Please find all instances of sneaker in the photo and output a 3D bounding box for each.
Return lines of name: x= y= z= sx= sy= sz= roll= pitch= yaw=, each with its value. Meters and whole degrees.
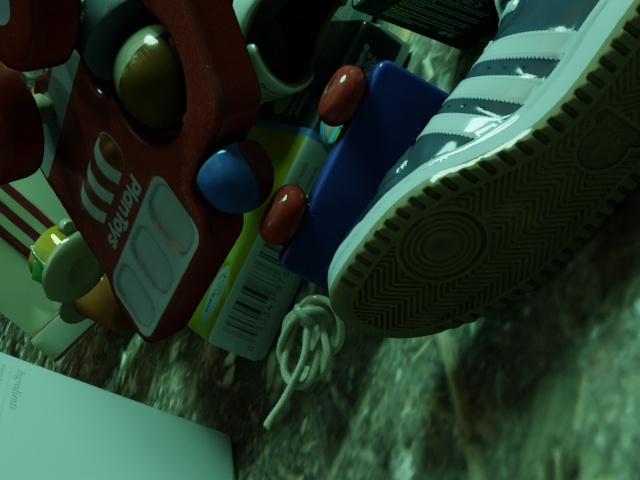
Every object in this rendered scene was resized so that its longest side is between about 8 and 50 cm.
sneaker: x=0.102 y=-0.078 z=0.447 sx=0.282 sy=0.099 sz=0.153 roll=-45 pitch=33 yaw=22
sneaker: x=-0.081 y=-0.150 z=0.721 sx=0.290 sy=0.105 sz=0.123 roll=-45 pitch=50 yaw=39

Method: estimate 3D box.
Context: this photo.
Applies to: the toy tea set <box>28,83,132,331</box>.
toy tea set: x=-0.251 y=-0.049 z=0.905 sx=0.124 sy=0.200 sz=0.336 roll=30 pitch=110 yaw=25

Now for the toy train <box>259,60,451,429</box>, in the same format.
toy train: x=0.000 y=0.000 z=0.594 sx=0.248 sy=0.105 sz=0.143 roll=-64 pitch=13 yaw=0

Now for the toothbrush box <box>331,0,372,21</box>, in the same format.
toothbrush box: x=0.007 y=-0.357 z=0.901 sx=0.216 sy=0.126 sz=0.295 roll=-57 pitch=24 yaw=13

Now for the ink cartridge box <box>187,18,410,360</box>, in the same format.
ink cartridge box: x=-0.078 y=-0.070 z=0.815 sx=0.307 sy=0.072 sz=0.304 roll=21 pitch=86 yaw=57

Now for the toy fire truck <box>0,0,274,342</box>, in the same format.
toy fire truck: x=-0.134 y=-0.091 z=0.611 sx=0.254 sy=0.169 sz=0.302 roll=53 pitch=137 yaw=14

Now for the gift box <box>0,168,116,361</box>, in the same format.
gift box: x=-0.329 y=-0.022 z=1.107 sx=0.276 sy=0.258 sz=0.255 roll=-40 pitch=25 yaw=5

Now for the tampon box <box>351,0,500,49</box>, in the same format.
tampon box: x=0.108 y=-0.224 z=0.555 sx=0.161 sy=0.101 sz=0.121 roll=-19 pitch=64 yaw=58

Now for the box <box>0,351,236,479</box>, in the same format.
box: x=-0.256 y=0.212 z=0.583 sx=0.215 sy=0.345 sz=0.168 roll=-54 pitch=26 yaw=21
